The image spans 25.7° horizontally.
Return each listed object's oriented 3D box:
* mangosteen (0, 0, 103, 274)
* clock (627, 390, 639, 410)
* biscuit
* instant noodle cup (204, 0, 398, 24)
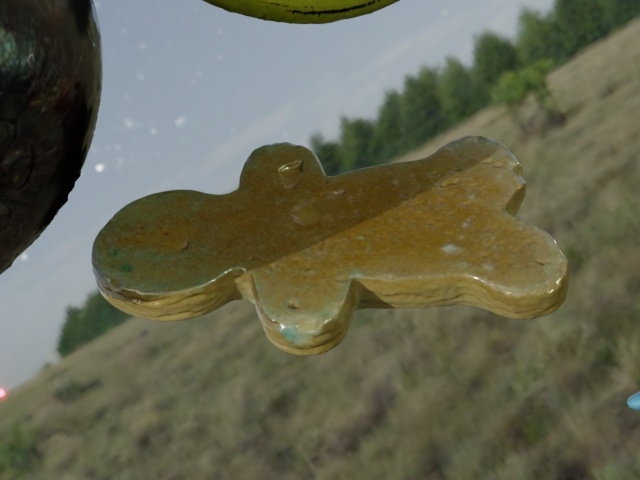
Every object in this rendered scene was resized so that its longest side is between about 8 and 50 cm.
[{"bbox_3d":[-0.208,-0.066,0.583,0.216,0.216,0.216,-31,1,0],"label":"mangosteen"},{"bbox_3d":[0.275,0.032,0.621,0.274,0.094,0.223,-13,-1,40],"label":"clock"},{"bbox_3d":[0.000,0.000,0.721,0.234,0.030,0.153,-8,38,-4],"label":"biscuit"},{"bbox_3d":[-0.077,-0.283,0.759,0.325,0.326,0.254,-31,26,-28],"label":"instant noodle cup"}]
